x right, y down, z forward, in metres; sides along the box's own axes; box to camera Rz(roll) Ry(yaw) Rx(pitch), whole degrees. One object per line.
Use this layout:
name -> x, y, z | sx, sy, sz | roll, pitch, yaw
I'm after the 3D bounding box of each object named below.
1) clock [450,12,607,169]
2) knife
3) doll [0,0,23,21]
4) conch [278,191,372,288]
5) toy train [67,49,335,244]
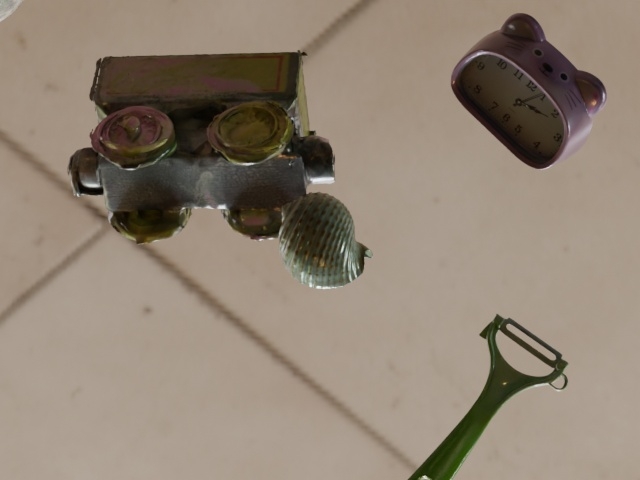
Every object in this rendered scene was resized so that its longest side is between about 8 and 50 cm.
clock -> 0.209, -0.150, 1.771 | 0.153, 0.050, 0.110 | 44, 133, 7
knife -> 0.118, 0.141, 1.334 | 0.078, 0.022, 0.166 | 35, 86, 22
doll -> -0.201, -0.179, 0.818 | 0.182, 0.257, 0.117 | -22, 134, 8
conch -> -0.002, -0.002, 1.473 | 0.076, 0.085, 0.056 | -54, 146, -11
toy train -> -0.112, -0.097, 1.706 | 0.261, 0.177, 0.134 | 0, 137, 6
